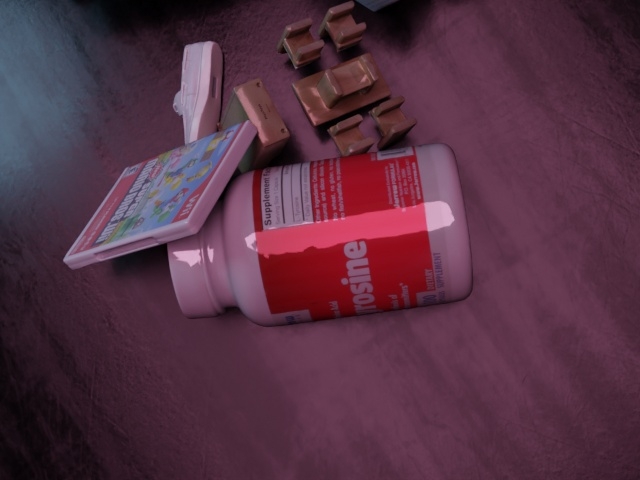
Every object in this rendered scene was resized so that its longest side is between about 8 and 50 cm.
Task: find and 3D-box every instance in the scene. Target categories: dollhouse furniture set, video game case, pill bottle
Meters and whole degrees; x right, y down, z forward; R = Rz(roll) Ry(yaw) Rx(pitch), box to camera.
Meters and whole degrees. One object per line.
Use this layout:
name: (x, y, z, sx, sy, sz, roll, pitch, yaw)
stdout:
dollhouse furniture set: (-0.017, -0.201, 1.489, 0.242, 0.161, 0.212, -25, 83, -19)
video game case: (-0.231, -0.062, 1.396, 0.025, 0.285, 0.204, 49, 48, -28)
pill bottle: (0.000, 0.000, 1.400, 0.408, 0.229, 0.228, -8, 84, 5)

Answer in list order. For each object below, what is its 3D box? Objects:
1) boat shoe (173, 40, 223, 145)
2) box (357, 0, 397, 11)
boat shoe: (-0.196, -0.220, 1.524, 0.063, 0.066, 0.184, 3, 88, 20)
box: (0.056, -0.439, 1.435, 0.182, 0.181, 0.119, 29, 89, -14)
